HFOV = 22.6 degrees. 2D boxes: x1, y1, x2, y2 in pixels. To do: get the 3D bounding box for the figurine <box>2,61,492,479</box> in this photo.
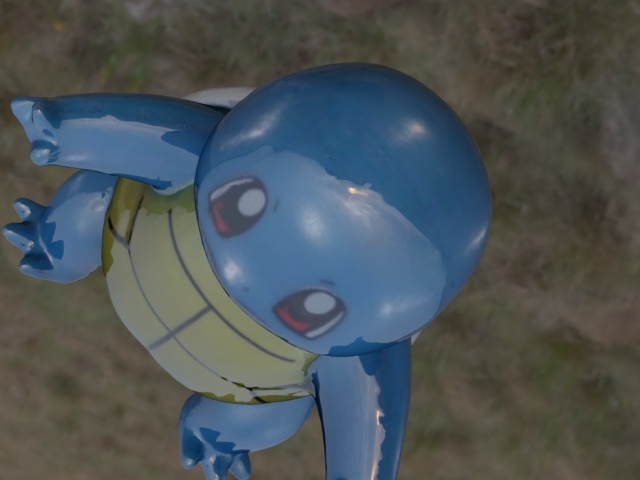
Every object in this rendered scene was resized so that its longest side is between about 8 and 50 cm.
[{"bbox_3d":[-0.034,0.021,0.934,0.298,0.243,0.416,59,175,-2],"label":"figurine"}]
